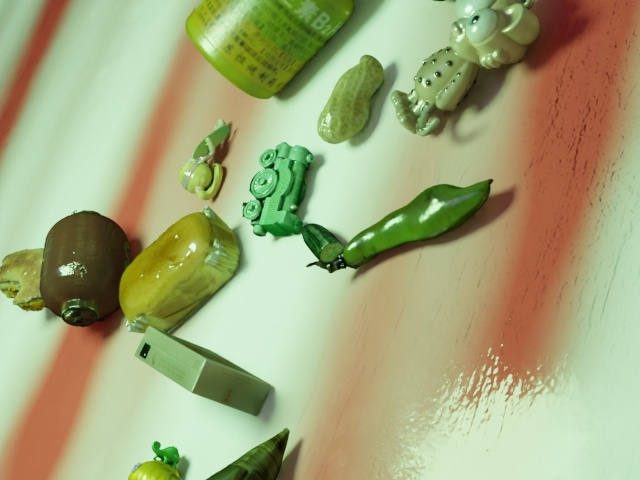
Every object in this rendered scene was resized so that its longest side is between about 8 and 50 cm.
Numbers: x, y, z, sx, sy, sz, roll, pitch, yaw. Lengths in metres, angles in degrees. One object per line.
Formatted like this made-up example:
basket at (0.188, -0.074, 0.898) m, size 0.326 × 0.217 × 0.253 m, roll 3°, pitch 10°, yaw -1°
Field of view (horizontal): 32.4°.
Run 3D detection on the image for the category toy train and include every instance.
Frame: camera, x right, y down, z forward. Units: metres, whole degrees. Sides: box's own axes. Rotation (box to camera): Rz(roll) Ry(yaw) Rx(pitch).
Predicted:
toy train at (-0.069, -0.090, 1.908) m, size 0.105 × 0.071 × 0.178 m, roll -4°, pitch 62°, yaw 38°

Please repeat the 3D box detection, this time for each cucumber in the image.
cucumber at (0.000, 0.000, 1.782) m, size 0.048 × 0.048 × 0.105 m, roll -52°, pitch 35°, yaw 7°

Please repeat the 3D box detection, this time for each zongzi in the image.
zongzi at (-0.167, 0.391, 1.651) m, size 0.248 × 0.111 × 0.241 m, roll -16°, pitch 34°, yaw 49°

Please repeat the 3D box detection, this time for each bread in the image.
bread at (-0.259, 0.057, 1.984) m, size 0.241 × 0.107 × 0.136 m, roll -41°, pitch 42°, yaw 21°

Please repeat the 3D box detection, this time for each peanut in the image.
peanut at (0.055, -0.236, 1.874) m, size 0.080 × 0.080 × 0.174 m, roll 10°, pitch 67°, yaw 51°

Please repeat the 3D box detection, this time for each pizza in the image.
pizza at (-0.601, 0.089, 2.365) m, size 0.161 × 0.085 × 0.305 m, roll -43°, pitch 35°, yaw -19°

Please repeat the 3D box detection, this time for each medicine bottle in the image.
medicine bottle at (-0.049, -0.464, 2.035) m, size 0.384 × 0.224 × 0.224 m, roll -45°, pitch 38°, yaw 15°

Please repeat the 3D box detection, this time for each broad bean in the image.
broad bean at (0.126, -0.018, 1.644) m, size 0.325 × 0.067 × 0.075 m, roll -30°, pitch 14°, yaw 35°

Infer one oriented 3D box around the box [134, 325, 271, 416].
box at (-0.190, 0.207, 1.763) m, size 0.201 × 0.141 × 0.058 m, roll 20°, pitch 84°, yaw 54°

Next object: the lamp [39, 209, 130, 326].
lamp at (-0.459, 0.060, 2.163) m, size 0.180 × 0.180 × 0.258 m, roll -31°, pitch 45°, yaw 30°

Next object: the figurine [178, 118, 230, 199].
figurine at (-0.217, -0.158, 2.140) m, size 0.083 × 0.083 × 0.187 m, roll -21°, pitch 37°, yaw 39°

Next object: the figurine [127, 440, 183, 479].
figurine at (-0.277, 0.392, 1.747) m, size 0.095 × 0.115 × 0.156 m, roll 9°, pitch 68°, yaw 40°

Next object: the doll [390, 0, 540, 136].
doll at (0.219, -0.278, 1.685) m, size 0.278 × 0.119 × 0.154 m, roll -48°, pitch 33°, yaw 19°
